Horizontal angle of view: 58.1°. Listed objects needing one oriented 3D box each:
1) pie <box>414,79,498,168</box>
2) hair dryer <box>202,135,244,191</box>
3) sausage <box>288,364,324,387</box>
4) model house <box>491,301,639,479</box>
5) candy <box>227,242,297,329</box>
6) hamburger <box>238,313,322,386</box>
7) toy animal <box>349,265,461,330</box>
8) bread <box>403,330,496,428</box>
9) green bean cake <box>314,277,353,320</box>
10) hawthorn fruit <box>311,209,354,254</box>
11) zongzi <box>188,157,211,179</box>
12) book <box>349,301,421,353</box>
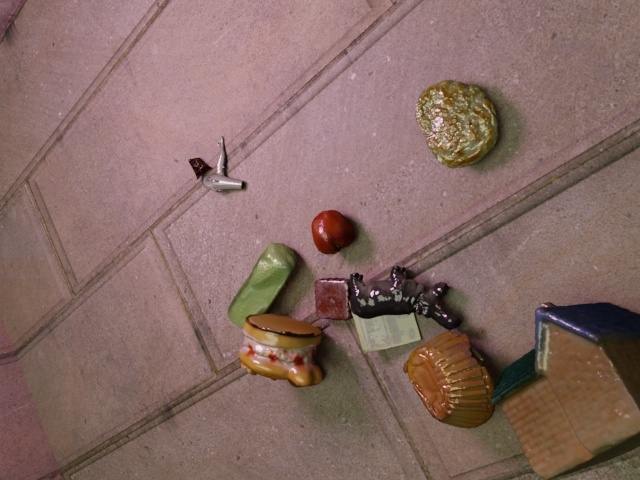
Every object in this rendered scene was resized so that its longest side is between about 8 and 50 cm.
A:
[{"bbox_3d":[0.380,-0.323,1.574,0.201,0.090,0.248,-26,81,22],"label":"pie"},{"bbox_3d":[-0.331,-0.264,2.093,0.167,0.067,0.199,22,93,20],"label":"hair dryer"},{"bbox_3d":[-0.052,0.462,1.965,0.141,0.076,0.076,-20,84,33],"label":"sausage"},{"bbox_3d":[0.630,0.330,1.373,0.382,0.334,0.343,-56,46,42],"label":"model house"},{"bbox_3d":[-0.202,0.161,1.996,0.132,0.142,0.343,38,118,7],"label":"candy"},{"bbox_3d":[-0.116,0.358,1.872,0.302,0.261,0.186,9,92,30],"label":"hamburger"},{"bbox_3d":[0.246,0.161,1.693,0.343,0.106,0.168,5,84,23],"label":"toy animal"},{"bbox_3d":[0.361,0.395,1.599,0.274,0.149,0.274,36,132,54],"label":"bread"},{"bbox_3d":[0.049,0.188,1.873,0.135,0.056,0.136,1,95,35],"label":"green bean cake"},{"bbox_3d":[0.031,-0.030,1.816,0.133,0.133,0.138,-34,67,32],"label":"hawthorn fruit"},{"bbox_3d":[-0.459,-0.266,2.165,0.083,0.067,0.073,36,108,7],"label":"zongzi"},{"bbox_3d":[0.198,0.248,1.778,0.192,0.013,0.168,-17,85,19],"label":"book"}]
